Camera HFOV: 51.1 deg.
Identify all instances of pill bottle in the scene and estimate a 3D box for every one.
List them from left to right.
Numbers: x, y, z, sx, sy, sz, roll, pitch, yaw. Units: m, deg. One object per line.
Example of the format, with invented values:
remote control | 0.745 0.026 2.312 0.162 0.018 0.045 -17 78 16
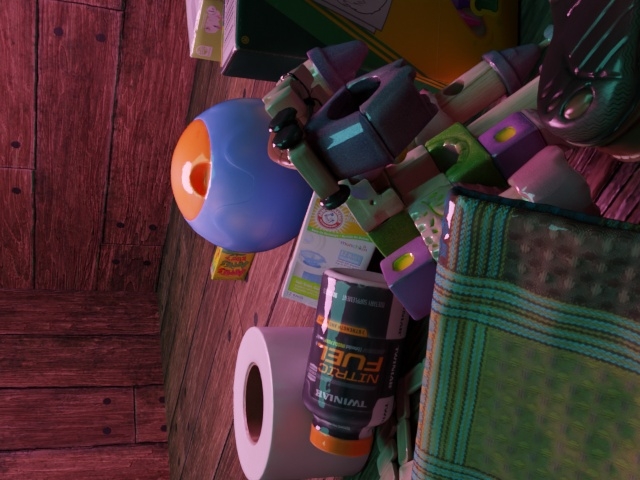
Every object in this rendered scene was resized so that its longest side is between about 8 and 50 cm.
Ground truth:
pill bottle | 0.047 0.169 0.929 0.130 0.130 0.245 -159 77 -69

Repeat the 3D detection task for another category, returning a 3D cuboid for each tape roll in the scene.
tape roll | -0.033 0.263 1.098 0.246 0.169 0.246 -177 90 -70

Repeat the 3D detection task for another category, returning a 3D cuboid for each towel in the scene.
towel | 0.183 0.168 0.432 0.271 0.040 0.370 15 116 30

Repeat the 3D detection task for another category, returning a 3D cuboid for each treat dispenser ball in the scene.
treat dispenser ball | -0.133 -0.121 1.251 0.288 0.288 0.288 -177 90 -70

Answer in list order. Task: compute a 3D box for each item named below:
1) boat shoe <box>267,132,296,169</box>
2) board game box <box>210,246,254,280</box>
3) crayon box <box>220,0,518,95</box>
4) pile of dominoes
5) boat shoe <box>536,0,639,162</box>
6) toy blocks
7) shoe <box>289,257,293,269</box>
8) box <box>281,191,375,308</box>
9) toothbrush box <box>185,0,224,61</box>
boat shoe | 0.041 -0.143 0.942 0.302 0.098 0.109 0 74 48
board game box | -0.225 0.036 1.757 0.181 0.092 0.043 116 148 -47
crayon box | 0.060 -0.350 0.735 0.106 0.313 0.362 173 99 -73
pile of dominoes | 0.129 0.301 0.879 0.196 0.040 0.251 123 153 -55
boat shoe | 0.244 -0.183 0.489 0.122 0.120 0.324 132 159 -63
toy blocks | 0.141 -0.092 0.582 0.260 0.309 0.288 -34 31 11
shoe | 0.000 0.000 1.205 0.219 0.058 0.076 119 148 -49
box | 0.025 -0.001 1.022 0.103 0.114 0.203 -72 1 -55
toothbrush box | -0.086 -0.410 1.180 0.122 0.283 0.206 115 150 -47
